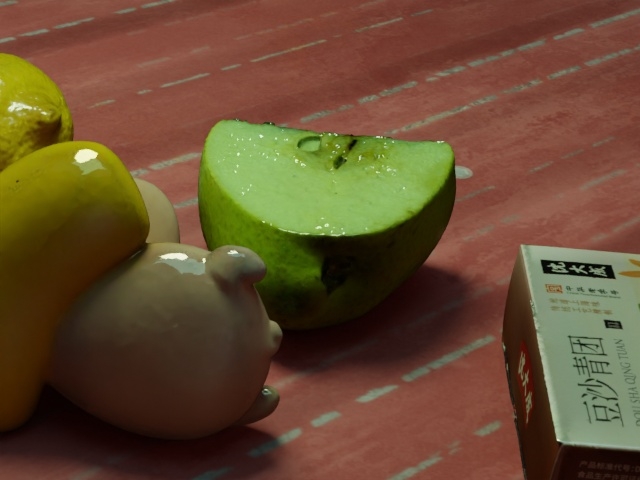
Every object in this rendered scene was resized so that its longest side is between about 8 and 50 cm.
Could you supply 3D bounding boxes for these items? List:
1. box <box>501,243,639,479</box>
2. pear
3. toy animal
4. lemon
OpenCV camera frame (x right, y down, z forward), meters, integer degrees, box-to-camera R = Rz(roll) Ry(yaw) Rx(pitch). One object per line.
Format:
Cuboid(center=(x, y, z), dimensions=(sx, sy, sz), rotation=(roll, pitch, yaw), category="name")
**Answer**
Cuboid(center=(0.386, 0.154, 1.597), dimensions=(0.385, 0.122, 0.344), rotation=(5, 30, -3), category="box")
Cuboid(center=(0.000, 0.000, 1.751), dimensions=(0.292, 0.159, 0.292), rotation=(2, 30, -1), category="pear")
Cuboid(center=(-0.202, 0.027, 1.569), dimensions=(0.345, 0.277, 0.247), rotation=(4, 16, 1), category="toy animal")
Cuboid(center=(-0.375, -0.118, 1.850), dimensions=(0.244, 0.187, 0.187), rotation=(-9, 12, 44), category="lemon")
